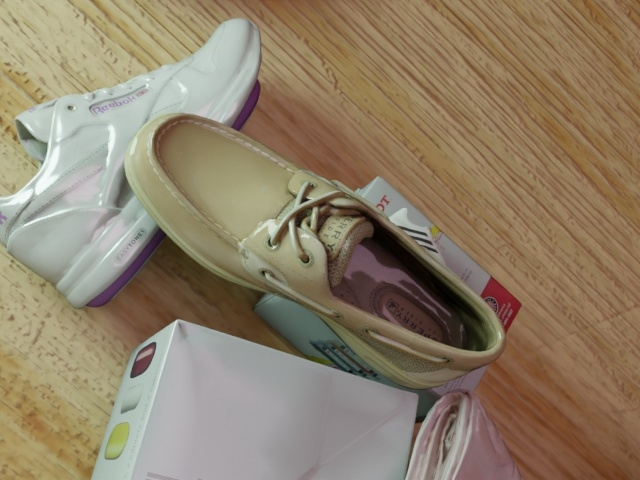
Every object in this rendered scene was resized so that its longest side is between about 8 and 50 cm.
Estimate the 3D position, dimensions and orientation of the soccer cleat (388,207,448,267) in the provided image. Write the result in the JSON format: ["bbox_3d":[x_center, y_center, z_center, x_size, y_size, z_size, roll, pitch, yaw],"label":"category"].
[{"bbox_3d":[0.086,0.009,0.641,0.083,0.029,0.035,42,65,-1],"label":"soccer cleat"}]

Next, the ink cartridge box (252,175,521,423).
[{"bbox_3d":[0.056,0.059,0.700,0.176,0.127,0.128,42,62,-8],"label":"ink cartridge box"}]

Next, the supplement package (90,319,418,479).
[{"bbox_3d":[-0.068,0.221,0.584,0.204,0.145,0.261,21,66,-19],"label":"supplement package"}]

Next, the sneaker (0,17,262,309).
[{"bbox_3d":[-0.155,-0.098,0.658,0.152,0.114,0.305,37,63,-12],"label":"sneaker"}]

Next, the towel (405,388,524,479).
[{"bbox_3d":[0.113,0.335,0.588,0.331,0.053,0.317,60,45,-30],"label":"towel"}]

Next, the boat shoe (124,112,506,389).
[{"bbox_3d":[0.000,0.000,0.567,0.302,0.098,0.109,37,64,-7],"label":"boat shoe"}]
